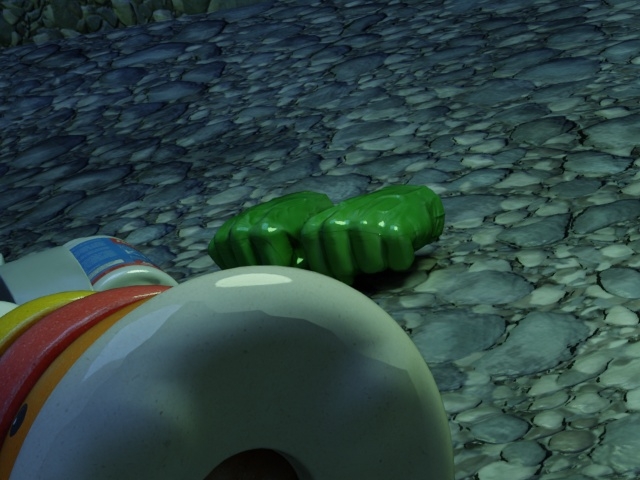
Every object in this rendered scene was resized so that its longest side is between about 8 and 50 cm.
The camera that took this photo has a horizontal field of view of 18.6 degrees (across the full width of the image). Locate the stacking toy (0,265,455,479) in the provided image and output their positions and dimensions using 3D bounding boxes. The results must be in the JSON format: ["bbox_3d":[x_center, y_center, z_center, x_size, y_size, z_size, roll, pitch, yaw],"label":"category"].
[{"bbox_3d":[-0.166,0.154,1.436,0.350,0.351,0.480,-25,24,-30],"label":"stacking toy"}]

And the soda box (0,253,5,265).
[{"bbox_3d":[-0.473,0.084,2.330,0.216,0.069,0.074,-16,19,-5],"label":"soda box"}]

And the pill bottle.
[{"bbox_3d":[-0.229,0.063,2.128,0.124,0.124,0.221,-20,20,-17],"label":"pill bottle"}]

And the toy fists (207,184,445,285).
[{"bbox_3d":[0.000,0.000,2.203,0.279,0.096,0.142,-2,12,36],"label":"toy fists"}]

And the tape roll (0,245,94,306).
[{"bbox_3d":[-0.239,0.118,1.826,0.072,0.219,0.219,-20,19,-16],"label":"tape roll"}]
